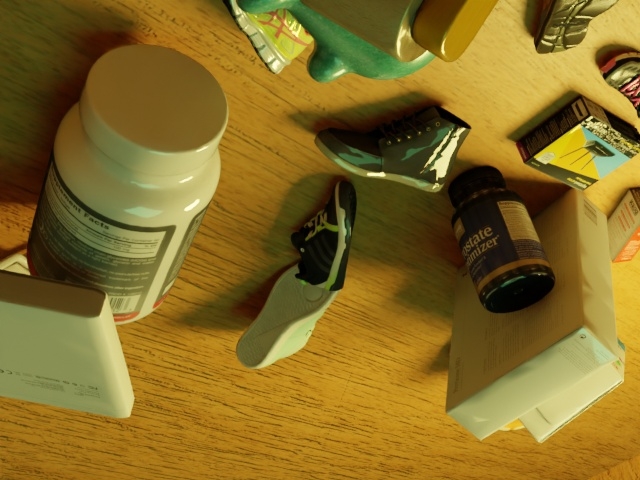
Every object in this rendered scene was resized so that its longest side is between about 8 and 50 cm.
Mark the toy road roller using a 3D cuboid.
[{"bbox_3d":[0.138,-0.333,1.164,0.329,0.202,0.240,-56,160,3],"label":"toy road roller"}]

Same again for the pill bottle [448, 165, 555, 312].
[{"bbox_3d":[0.281,-0.005,1.811,0.123,0.219,0.122,-13,149,-8],"label":"pill bottle"}]

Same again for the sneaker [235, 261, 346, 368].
[{"bbox_3d":[-0.034,0.115,2.000,0.256,0.094,0.151,-47,166,18],"label":"sneaker"}]

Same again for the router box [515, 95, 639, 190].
[{"bbox_3d":[0.417,-0.151,1.812,0.179,0.046,0.133,18,135,-44],"label":"router box"}]

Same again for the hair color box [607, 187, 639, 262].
[{"bbox_3d":[0.561,-0.027,2.060,0.043,0.072,0.141,-6,148,-16],"label":"hair color box"}]

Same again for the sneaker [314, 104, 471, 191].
[{"bbox_3d":[0.104,-0.153,1.643,0.222,0.083,0.118,11,121,-29],"label":"sneaker"}]

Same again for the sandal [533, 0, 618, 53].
[{"bbox_3d":[0.335,-0.318,1.499,0.090,0.060,0.219,-6,163,-7],"label":"sandal"}]

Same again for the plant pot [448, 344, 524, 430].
[{"bbox_3d":[0.392,0.284,2.365,0.205,0.187,0.205,-13,149,-8],"label":"plant pot"}]

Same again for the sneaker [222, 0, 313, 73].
[{"bbox_3d":[-0.062,-0.285,1.340,0.094,0.081,0.208,-31,153,6],"label":"sneaker"}]

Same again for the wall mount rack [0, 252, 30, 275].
[{"bbox_3d":[-0.513,0.107,1.686,0.350,0.130,0.304,-25,148,11],"label":"wall mount rack"}]

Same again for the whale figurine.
[{"bbox_3d":[0.042,-0.275,1.285,0.272,0.141,0.216,9,110,-39],"label":"whale figurine"}]

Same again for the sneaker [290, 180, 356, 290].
[{"bbox_3d":[0.000,0.000,1.811,0.097,0.084,0.234,9,135,1],"label":"sneaker"}]

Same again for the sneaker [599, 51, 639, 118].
[{"bbox_3d":[0.482,-0.224,1.698,0.063,0.074,0.170,-36,144,29],"label":"sneaker"}]

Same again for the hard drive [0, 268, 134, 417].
[{"bbox_3d":[-0.388,0.144,1.560,0.233,0.047,0.353,10,151,3],"label":"hard drive"}]

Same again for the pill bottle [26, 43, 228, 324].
[{"bbox_3d":[-0.248,-0.065,1.461,0.210,0.210,0.363,-1,145,-26],"label":"pill bottle"}]

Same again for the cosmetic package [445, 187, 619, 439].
[{"bbox_3d":[0.349,0.115,1.899,0.097,0.377,0.284,41,123,-20],"label":"cosmetic package"}]

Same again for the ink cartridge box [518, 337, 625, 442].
[{"bbox_3d":[0.431,0.211,2.125,0.197,0.198,0.270,-40,177,17],"label":"ink cartridge box"}]
